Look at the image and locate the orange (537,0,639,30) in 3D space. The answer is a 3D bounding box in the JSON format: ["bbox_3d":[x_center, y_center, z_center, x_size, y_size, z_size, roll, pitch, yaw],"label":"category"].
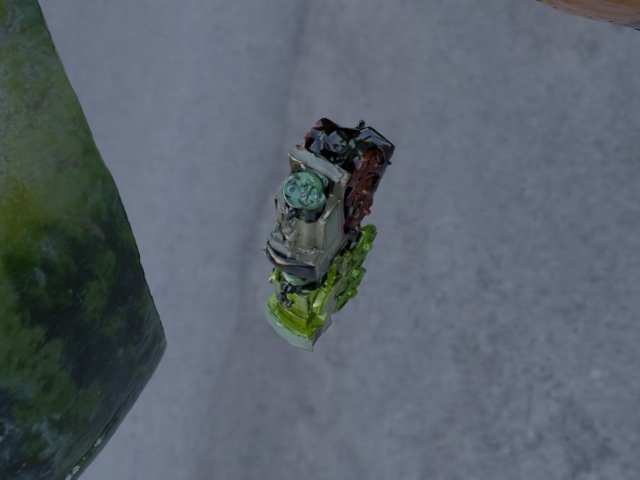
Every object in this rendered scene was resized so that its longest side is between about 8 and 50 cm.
[{"bbox_3d":[0.104,-0.153,0.392,0.206,0.206,0.206,-26,59,55],"label":"orange"}]

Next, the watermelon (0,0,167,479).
[{"bbox_3d":[-0.196,0.005,0.729,0.232,0.193,0.310,-137,28,-66],"label":"watermelon"}]

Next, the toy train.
[{"bbox_3d":[0.000,0.000,0.924,0.085,0.053,0.249,-52,-11,-19],"label":"toy train"}]
